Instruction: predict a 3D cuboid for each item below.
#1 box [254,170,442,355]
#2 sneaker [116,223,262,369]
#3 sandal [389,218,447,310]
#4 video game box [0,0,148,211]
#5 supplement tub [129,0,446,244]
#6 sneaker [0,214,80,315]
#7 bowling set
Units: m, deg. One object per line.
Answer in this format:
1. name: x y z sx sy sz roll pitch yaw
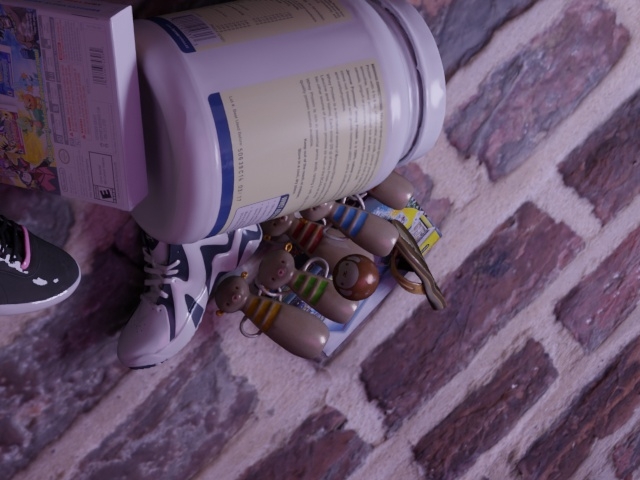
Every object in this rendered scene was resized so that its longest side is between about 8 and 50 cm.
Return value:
1. box: 0.041 0.025 1.584 0.233 0.044 0.159 -46 134 -4
2. sneaker: -0.186 0.027 1.381 0.235 0.094 0.153 -47 133 -4
3. sandal: 0.121 0.043 1.588 0.049 0.072 0.180 -26 139 5
4. video game box: -0.265 -0.140 1.160 0.048 0.187 0.205 -55 151 -53
5. supplement tub: -0.053 -0.144 1.277 0.325 0.235 0.235 -17 126 -29
6. sneaker: -0.346 -0.014 1.194 0.296 0.104 0.147 18 133 -39
7. bowling set: 0.000 0.000 1.418 0.154 0.200 0.287 30 84 -4
